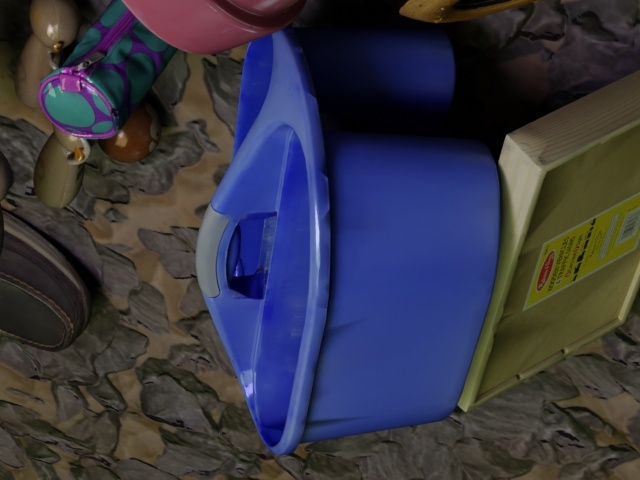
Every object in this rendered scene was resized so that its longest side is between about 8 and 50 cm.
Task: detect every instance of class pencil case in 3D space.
[{"bbox_3d":[-0.140,-0.142,1.287,0.064,0.152,0.070,22,146,11],"label":"pencil case"}]

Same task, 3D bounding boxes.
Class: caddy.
[{"bbox_3d":[0.000,0.000,1.262,0.179,0.241,0.341,-4,139,-12],"label":"caddy"}]

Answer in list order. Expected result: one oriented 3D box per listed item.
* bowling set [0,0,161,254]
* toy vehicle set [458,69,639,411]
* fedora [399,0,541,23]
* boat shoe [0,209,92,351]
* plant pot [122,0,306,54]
[{"bbox_3d":[-0.215,-0.122,1.364,0.199,0.287,0.154,-10,155,-23],"label":"bowling set"},{"bbox_3d":[0.178,-0.002,1.257,0.035,0.166,0.267,48,148,29],"label":"toy vehicle set"},{"bbox_3d":[0.130,-0.199,1.111,0.194,0.194,0.079,-20,86,41],"label":"fedora"},{"bbox_3d":[-0.383,0.025,1.606,0.355,0.130,0.132,23,139,5],"label":"boat shoe"},{"bbox_3d":[-0.029,-0.236,1.101,0.180,0.201,0.201,-18,123,31],"label":"plant pot"}]
